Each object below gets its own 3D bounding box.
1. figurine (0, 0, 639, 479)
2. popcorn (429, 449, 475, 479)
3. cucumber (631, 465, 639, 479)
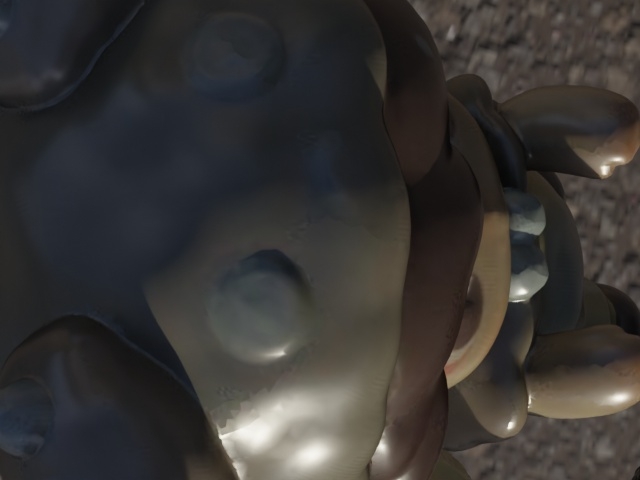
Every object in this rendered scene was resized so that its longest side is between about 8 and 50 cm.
[{"bbox_3d":[0.001,0.000,0.736,0.203,0.381,0.248,-8,82,34],"label":"figurine"},{"bbox_3d":[-0.054,0.281,1.310,0.390,0.354,0.344,16,92,-4],"label":"popcorn"},{"bbox_3d":[0.177,0.111,0.829,0.096,0.359,0.096,34,159,16],"label":"cucumber"}]
